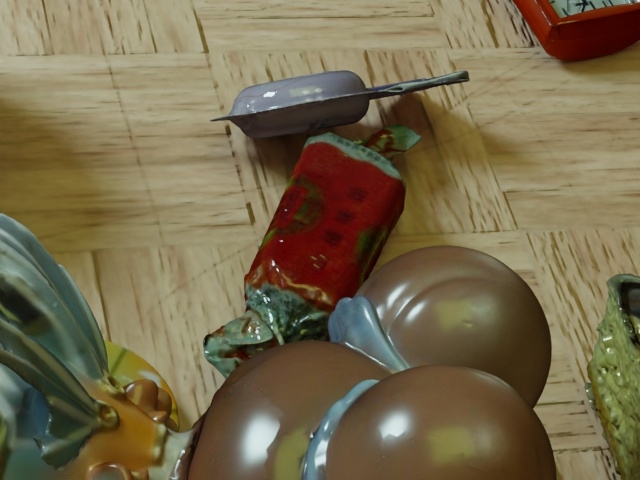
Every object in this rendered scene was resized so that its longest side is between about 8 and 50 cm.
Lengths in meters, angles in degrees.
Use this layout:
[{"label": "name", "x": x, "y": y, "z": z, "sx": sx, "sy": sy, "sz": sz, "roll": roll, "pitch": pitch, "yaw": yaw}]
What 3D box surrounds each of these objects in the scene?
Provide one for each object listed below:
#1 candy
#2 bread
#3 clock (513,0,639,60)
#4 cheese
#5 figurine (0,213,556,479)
[{"label": "candy", "x": 0.001, "y": 0.000, "z": 1.342, "sx": 0.086, "sy": 0.059, "sz": 0.292, "roll": 22, "pitch": 47, "yaw": 5}, {"label": "bread", "x": 0.216, "y": 0.111, "z": 1.241, "sx": 0.127, "sy": 0.147, "sz": 0.152, "roll": -33, "pitch": 55, "yaw": -22}, {"label": "clock", "x": 0.200, "y": -0.221, "z": 1.599, "sx": 0.113, "sy": 0.061, "sz": 0.155, "roll": -12, "pitch": 56, "yaw": -24}, {"label": "cheese", "x": 0.009, "y": -0.105, "z": 1.427, "sx": 0.191, "sy": 0.105, "sz": 0.042, "roll": -10, "pitch": 93, "yaw": -28}, {"label": "figurine", "x": -0.071, "y": 0.108, "z": 1.110, "sx": 0.388, "sy": 0.248, "sz": 0.277, "roll": 17, "pitch": 28, "yaw": -2}]
